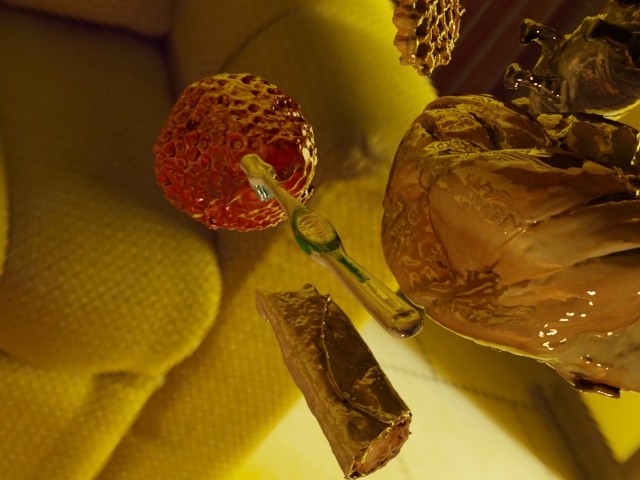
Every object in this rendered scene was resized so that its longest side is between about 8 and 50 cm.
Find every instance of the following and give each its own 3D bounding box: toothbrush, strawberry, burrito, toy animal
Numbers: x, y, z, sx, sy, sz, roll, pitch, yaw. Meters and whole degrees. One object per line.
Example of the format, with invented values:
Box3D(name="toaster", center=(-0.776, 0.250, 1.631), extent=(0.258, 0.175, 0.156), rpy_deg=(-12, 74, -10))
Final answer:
Box3D(name="toothbrush", center=(-0.001, -0.002, 1.061), extent=(0.030, 0.030, 0.304), rpy_deg=(22, 12, -30))
Box3D(name="strawberry", center=(-0.087, -0.097, 1.741), extent=(0.205, 0.205, 0.244), rpy_deg=(27, -3, -22))
Box3D(name="burrito", center=(0.010, 0.111, 1.274), extent=(0.087, 0.060, 0.226), rpy_deg=(0, 38, -33))
Box3D(name="toy animal", center=(0.278, -0.167, 1.590), extent=(0.168, 0.343, 0.106), rpy_deg=(19, 67, -5))

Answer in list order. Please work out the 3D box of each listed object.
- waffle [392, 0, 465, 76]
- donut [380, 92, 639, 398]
Box3D(name="waffle", center=(0.119, -0.270, 1.617), extent=(0.038, 0.191, 0.191), rpy_deg=(8, 17, 21))
Box3D(name="donut", center=(0.214, -0.006, 1.206), extent=(0.360, 0.170, 0.360), rpy_deg=(14, 20, -5))
